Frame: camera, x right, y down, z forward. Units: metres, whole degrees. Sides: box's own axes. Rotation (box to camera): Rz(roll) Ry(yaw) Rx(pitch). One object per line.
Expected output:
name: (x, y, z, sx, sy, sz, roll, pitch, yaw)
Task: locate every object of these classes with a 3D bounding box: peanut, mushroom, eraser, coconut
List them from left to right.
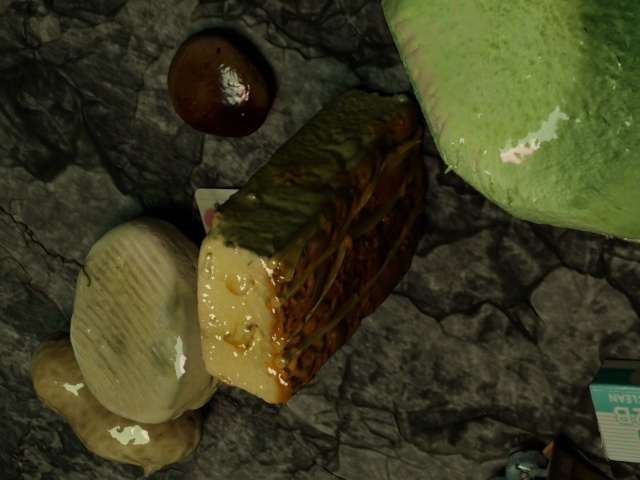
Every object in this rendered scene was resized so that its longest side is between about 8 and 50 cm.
peanut: (-0.240, 0.188, 2.037, 0.224, 0.129, 0.129, 37, 136, 15)
mushroom: (-0.104, -0.151, 1.734, 0.123, 0.052, 0.123, 21, 131, 26)
coconut: (0.208, -0.148, 1.356, 0.328, 0.328, 0.281, 36, 109, 6)
eraser: (0.371, 0.168, 1.646, 0.225, 0.052, 0.095, 1, 120, 36)

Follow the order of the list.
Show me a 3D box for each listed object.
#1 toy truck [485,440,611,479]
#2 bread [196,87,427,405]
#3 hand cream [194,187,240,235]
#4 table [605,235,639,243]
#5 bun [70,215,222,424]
toy truck: (0.218, 0.375, 1.863, 0.184, 0.133, 0.338, 27, 134, -8)
bread: (0.000, 0.000, 1.616, 0.114, 0.274, 0.185, 18, 133, 23)
hand cream: (-0.078, 0.051, 1.881, 0.080, 0.050, 0.234, 4, 119, 39)
table: (0.304, -0.034, 1.528, 0.083, 0.062, 0.079, 19, 132, 22)
bun: (-0.177, 0.092, 1.911, 0.210, 0.116, 0.237, 39, 125, 32)
